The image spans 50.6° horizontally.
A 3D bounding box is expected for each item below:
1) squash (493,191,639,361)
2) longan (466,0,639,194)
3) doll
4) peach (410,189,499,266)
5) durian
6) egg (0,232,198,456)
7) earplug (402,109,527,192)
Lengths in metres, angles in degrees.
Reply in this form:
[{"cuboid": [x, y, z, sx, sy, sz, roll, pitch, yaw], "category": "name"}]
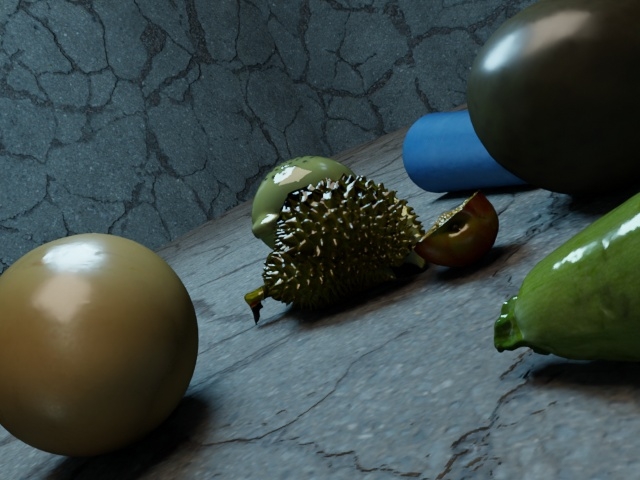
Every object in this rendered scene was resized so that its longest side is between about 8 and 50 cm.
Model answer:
[{"cuboid": [0.236, -0.005, 0.313, 0.371, 0.118, 0.118, -19, 11, 42], "category": "squash"}, {"cuboid": [0.276, -0.155, 0.725, 0.248, 0.248, 0.248, -24, 9, 4], "category": "longan"}, {"cuboid": [-0.018, -0.056, 1.092, 0.177, 0.161, 0.260, -23, 7, 3], "category": "doll"}, {"cuboid": [0.143, -0.003, 0.698, 0.098, 0.061, 0.098, -38, -8, -6], "category": "peach"}, {"cuboid": [0.000, 0.000, 0.805, 0.238, 0.137, 0.193, -24, 10, 10], "category": "durian"}, {"cuboid": [-0.211, 0.097, 0.627, 0.201, 0.201, 0.244, -27, 21, -14], "category": "egg"}, {"cuboid": [0.241, -0.134, 0.992, 0.133, 0.132, 0.273, -28, 13, -17], "category": "earplug"}]
